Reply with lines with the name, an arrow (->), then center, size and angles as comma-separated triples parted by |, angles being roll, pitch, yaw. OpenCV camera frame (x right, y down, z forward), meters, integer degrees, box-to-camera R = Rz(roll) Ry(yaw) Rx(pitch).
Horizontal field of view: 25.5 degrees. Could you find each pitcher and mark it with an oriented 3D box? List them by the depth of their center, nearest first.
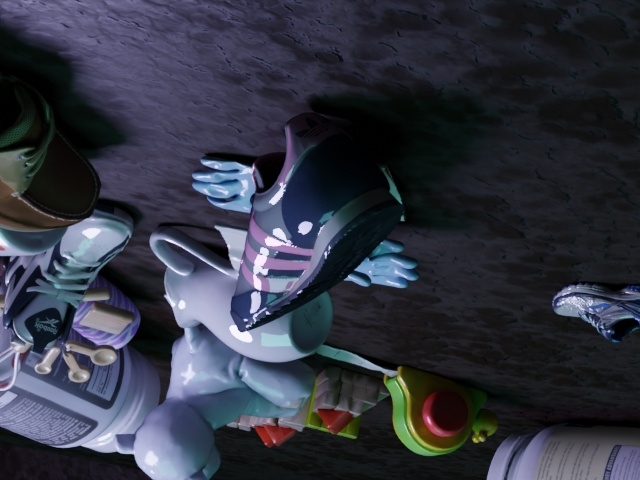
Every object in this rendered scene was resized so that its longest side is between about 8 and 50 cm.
pitcher -> -0.100, 0.058, 1.682 | 0.207, 0.125, 0.178 | 13, 150, 37

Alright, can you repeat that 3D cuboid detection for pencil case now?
pencil case -> -0.326, 0.083, 1.952 | 0.088, 0.086, 0.206 | 33, 171, 28

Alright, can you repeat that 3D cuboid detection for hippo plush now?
hippo plush -> -0.151, 0.254, 2.036 | 0.234, 0.237, 0.294 | 22, 163, 5

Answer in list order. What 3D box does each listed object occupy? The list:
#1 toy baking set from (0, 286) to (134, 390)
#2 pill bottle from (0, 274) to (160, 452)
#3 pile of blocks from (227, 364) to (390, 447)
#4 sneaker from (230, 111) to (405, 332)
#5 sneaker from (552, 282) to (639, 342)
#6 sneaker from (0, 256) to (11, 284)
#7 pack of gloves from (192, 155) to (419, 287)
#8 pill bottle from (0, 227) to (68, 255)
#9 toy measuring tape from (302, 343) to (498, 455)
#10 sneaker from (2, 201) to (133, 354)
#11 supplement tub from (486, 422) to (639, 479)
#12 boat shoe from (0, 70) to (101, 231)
toy baking set -> -0.376, 0.132, 1.868 | 0.256, 0.030, 0.197 | -1, 134, -12
pill bottle -> -0.416, 0.191, 2.118 | 0.210, 0.210, 0.363 | 0, 158, 33
pile of blocks -> -0.026, 0.285, 2.295 | 0.149, 0.113, 0.362 | 25, 159, -32
sneaker -> -0.026, -0.014, 1.365 | 0.112, 0.131, 0.319 | -26, 169, -32
sneaker -> 0.311, 0.080, 1.541 | 0.135, 0.058, 0.052 | -2, 156, 40
sneaker -> -0.482, 0.007, 1.823 | 0.162, 0.106, 0.281 | 9, 172, -7
pack of gloves -> -0.020, -0.006, 1.449 | 0.232, 0.046, 0.195 | 4, 144, 25
pill bottle -> -0.386, -0.044, 1.537 | 0.221, 0.124, 0.124 | -1, 157, 35
toy measuring tape -> 0.110, 0.244, 2.077 | 0.330, 0.121, 0.121 | 18, 161, -15
sneaker -> -0.309, 0.057, 1.690 | 0.235, 0.153, 0.094 | -23, 141, 38
supplement tub -> 0.434, 0.394, 2.108 | 0.324, 0.235, 0.235 | -2, 157, 39
boat shoe -> -0.313, -0.099, 1.335 | 0.120, 0.123, 0.324 | -3, 157, 32
